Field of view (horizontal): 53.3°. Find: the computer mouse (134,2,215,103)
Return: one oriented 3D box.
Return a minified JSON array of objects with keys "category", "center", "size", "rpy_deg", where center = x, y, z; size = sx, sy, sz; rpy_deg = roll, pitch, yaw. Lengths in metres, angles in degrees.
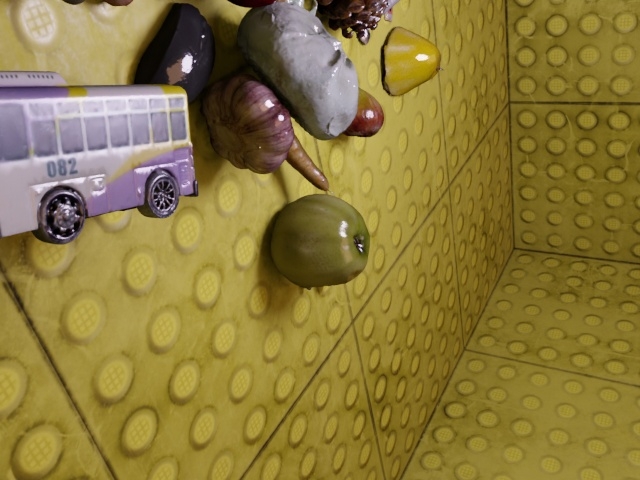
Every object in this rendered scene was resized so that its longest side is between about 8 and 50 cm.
[{"category":"computer mouse","center":[-0.284,-0.371,1.318],"size":[0.138,0.086,0.270],"rpy_deg":[54,50,-51]}]

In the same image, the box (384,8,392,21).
[{"category":"box","center":[0.233,-0.792,2.175],"size":[0.046,0.012,0.084],"rpy_deg":[-16,109,-59]}]

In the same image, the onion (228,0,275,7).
[{"category":"onion","center":[-0.156,-0.612,1.315],"size":[0.219,0.252,0.252],"rpy_deg":[119,-5,-65]}]

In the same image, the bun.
[{"category":"bun","center":[-0.035,-0.396,1.474],"size":[0.194,0.354,0.354],"rpy_deg":[-40,145,4]}]

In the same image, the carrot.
[{"category":"carrot","center":[-0.055,-0.215,1.682],"size":[0.298,0.078,0.078],"rpy_deg":[48,54,-29]}]

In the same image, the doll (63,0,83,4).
[{"category":"doll","center":[-0.290,-0.575,0.998],"size":[0.252,0.378,0.383],"rpy_deg":[44,54,-35]}]

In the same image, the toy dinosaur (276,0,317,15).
[{"category":"toy dinosaur","center":[-0.082,-0.622,1.605],"size":[0.393,0.092,0.206],"rpy_deg":[12,92,-68]}]

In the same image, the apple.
[{"category":"apple","center":[0.000,0.000,1.745],"size":[0.279,0.278,0.280],"rpy_deg":[-21,115,-57]}]

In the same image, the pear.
[{"category":"pear","center":[0.338,-0.633,2.238],"size":[0.266,0.177,0.267],"rpy_deg":[-8,99,-59]}]

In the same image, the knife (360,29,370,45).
[{"category":"knife","center":[0.144,-0.800,1.992],"size":[0.089,0.043,0.366],"rpy_deg":[-27,120,-54]}]

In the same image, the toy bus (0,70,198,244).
[{"category":"toy bus","center":[-0.418,-0.141,1.017],"size":[0.439,0.209,0.250],"rpy_deg":[-23,115,-57]}]

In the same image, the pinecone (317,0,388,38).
[{"category":"pinecone","center":[0.091,-0.694,1.762],"size":[0.272,0.224,0.224],"rpy_deg":[62,42,-74]}]

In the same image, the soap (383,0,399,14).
[{"category":"soap","center":[0.210,-0.914,2.042],"size":[0.302,0.258,0.159],"rpy_deg":[-39,168,8]}]

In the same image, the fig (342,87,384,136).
[{"category":"fig","center":[0.093,-0.412,1.942],"size":[0.231,0.143,0.160],"rpy_deg":[55,34,11]}]

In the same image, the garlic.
[{"category":"garlic","center":[-0.148,-0.264,1.420],"size":[0.160,0.244,0.245],"rpy_deg":[-39,131,-27]}]

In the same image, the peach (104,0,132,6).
[{"category":"peach","center":[-0.370,-0.466,1.155],"size":[0.083,0.083,0.083],"rpy_deg":[-21,115,-57]}]
